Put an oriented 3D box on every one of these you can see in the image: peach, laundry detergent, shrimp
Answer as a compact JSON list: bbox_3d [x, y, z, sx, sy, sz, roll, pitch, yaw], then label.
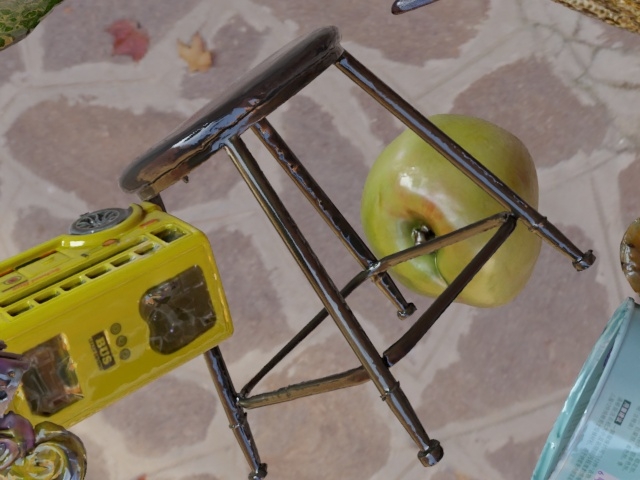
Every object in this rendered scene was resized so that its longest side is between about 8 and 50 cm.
[{"bbox_3d":[0.210,-0.049,1.679,0.281,0.316,0.314,-5,121,22],"label":"peach"},{"bbox_3d":[0.434,0.259,1.225,0.305,0.287,0.287,26,113,10],"label":"laundry detergent"},{"bbox_3d":[0.501,0.032,1.427,0.217,0.051,0.150,-1,85,-16],"label":"shrimp"}]

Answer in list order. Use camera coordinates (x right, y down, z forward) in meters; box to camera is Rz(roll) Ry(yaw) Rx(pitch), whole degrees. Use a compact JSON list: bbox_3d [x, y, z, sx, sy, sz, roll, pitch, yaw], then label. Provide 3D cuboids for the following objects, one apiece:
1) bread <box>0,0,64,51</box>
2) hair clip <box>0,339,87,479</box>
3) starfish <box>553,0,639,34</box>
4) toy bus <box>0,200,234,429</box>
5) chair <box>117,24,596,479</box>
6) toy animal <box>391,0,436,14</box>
[{"bbox_3d":[-0.343,-0.252,0.766,0.366,0.382,0.129,-28,71,9],"label":"bread"},{"bbox_3d":[-0.168,0.124,0.460,0.116,0.049,0.172,13,97,-26],"label":"hair clip"},{"bbox_3d":[0.399,-0.304,1.254,0.383,0.398,0.132,14,113,-13],"label":"starfish"},{"bbox_3d":[-0.245,0.093,0.906,0.152,0.330,0.144,18,129,50],"label":"toy bus"},{"bbox_3d":[0.000,0.000,1.231,0.410,0.364,0.362,54,144,-10],"label":"chair"},{"bbox_3d":[0.162,-0.319,0.903,0.195,0.324,0.090,-1,61,1],"label":"toy animal"}]
